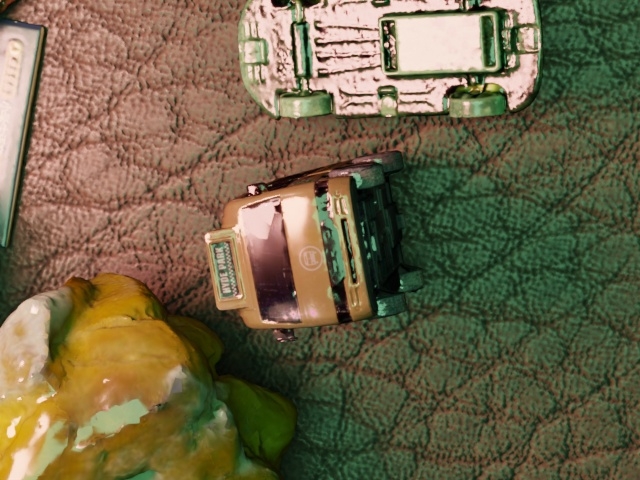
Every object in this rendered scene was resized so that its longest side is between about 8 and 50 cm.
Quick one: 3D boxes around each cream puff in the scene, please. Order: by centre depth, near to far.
[{"bbox_3d":[-0.204,0.199,1.809,0.378,0.275,0.378,-11,119,-21],"label":"cream puff"}]

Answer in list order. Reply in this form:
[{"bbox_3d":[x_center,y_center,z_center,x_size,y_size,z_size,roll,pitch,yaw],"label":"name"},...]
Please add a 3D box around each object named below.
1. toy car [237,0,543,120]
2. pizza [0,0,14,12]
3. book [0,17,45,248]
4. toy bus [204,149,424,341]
[{"bbox_3d":[0.075,-0.186,1.820,0.306,0.125,0.136,0,100,28],"label":"toy car"},{"bbox_3d":[-0.370,-0.246,1.885,0.201,0.053,0.193,18,78,-2],"label":"pizza"},{"bbox_3d":[-0.446,-0.131,1.930,0.322,0.018,0.228,10,96,5],"label":"book"},{"bbox_3d":[0.000,0.000,1.759,0.157,0.289,0.139,-10,96,9],"label":"toy bus"}]
